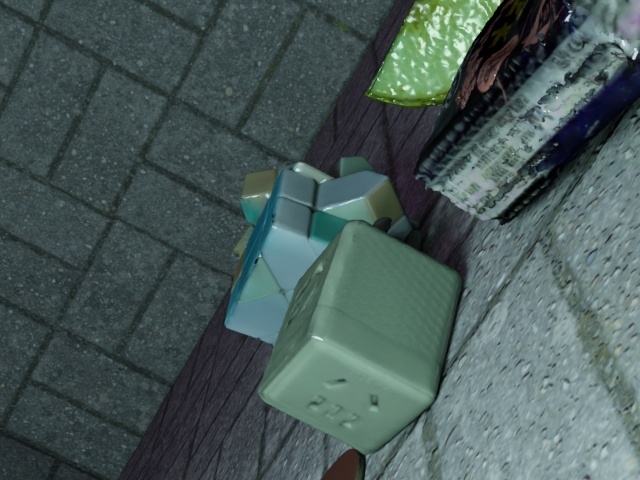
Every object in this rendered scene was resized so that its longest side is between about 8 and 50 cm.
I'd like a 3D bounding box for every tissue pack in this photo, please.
[{"bbox_3d":[0.214,-0.175,0.929,0.245,0.123,0.332,-60,4,-24],"label":"tissue pack"}]

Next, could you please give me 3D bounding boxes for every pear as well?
[{"bbox_3d":[0.205,-0.290,1.383,0.288,0.139,0.239,-62,-7,28],"label":"pear"}]

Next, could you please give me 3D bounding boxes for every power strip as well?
[{"bbox_3d":[0.048,0.075,1.094,0.140,0.139,0.224,-53,13,47],"label":"power strip"}]

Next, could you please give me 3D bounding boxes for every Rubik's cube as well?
[{"bbox_3d":[0.000,0.000,1.340,0.213,0.224,0.265,-81,16,-52],"label":"Rubik's cube"}]

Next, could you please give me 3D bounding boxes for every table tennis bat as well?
[{"bbox_3d":[-0.020,0.323,1.135,0.246,0.022,0.138,-56,10,21],"label":"table tennis bat"}]
